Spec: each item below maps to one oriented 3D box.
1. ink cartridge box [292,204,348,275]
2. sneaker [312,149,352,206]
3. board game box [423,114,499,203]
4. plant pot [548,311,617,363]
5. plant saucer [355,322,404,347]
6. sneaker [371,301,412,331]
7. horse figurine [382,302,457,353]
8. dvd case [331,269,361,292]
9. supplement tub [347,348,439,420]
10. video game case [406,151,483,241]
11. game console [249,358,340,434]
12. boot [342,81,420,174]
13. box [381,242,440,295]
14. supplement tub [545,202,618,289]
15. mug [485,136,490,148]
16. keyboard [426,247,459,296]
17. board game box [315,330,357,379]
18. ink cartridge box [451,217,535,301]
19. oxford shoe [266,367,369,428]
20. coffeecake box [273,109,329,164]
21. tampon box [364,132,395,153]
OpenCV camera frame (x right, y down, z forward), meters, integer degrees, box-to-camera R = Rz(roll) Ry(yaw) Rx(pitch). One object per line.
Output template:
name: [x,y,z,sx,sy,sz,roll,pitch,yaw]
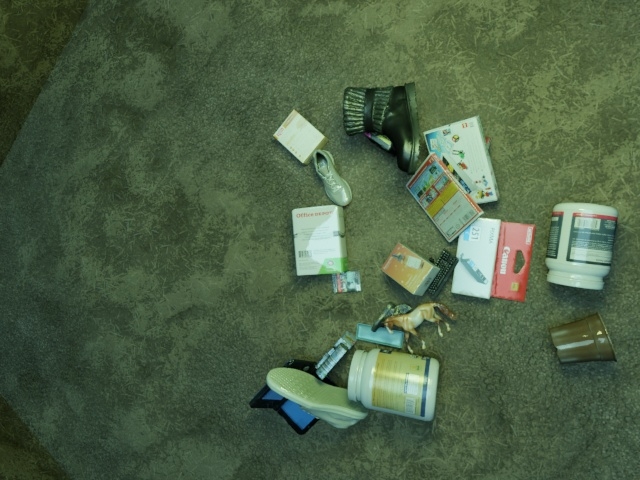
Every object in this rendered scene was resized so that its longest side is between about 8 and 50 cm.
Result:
ink cartridge box: [0.000,0.000,1.765,0.198,0.115,0.272,-4,89,17]
sneaker: [0.035,-0.255,1.748,0.099,0.121,0.262,-31,82,16]
board game box: [0.509,-0.275,1.546,0.193,0.053,0.305,-8,110,38]
plant pot: [0.890,0.348,1.466,0.165,0.167,0.167,-21,84,24]
plant saucer: [0.241,0.386,1.742,0.192,0.018,0.067,8,93,17]
sneaker: [0.283,0.313,1.707,0.089,0.051,0.170,35,89,15]
horse figurine: [0.390,0.318,1.654,0.263,0.066,0.174,-33,86,5]
dvd case: [0.108,0.172,1.785,0.120,0.013,0.087,-7,88,19]
supplement tub: [0.279,0.537,1.621,0.316,0.228,0.228,6,92,17]
video game case: [0.449,-0.156,1.581,0.025,0.204,0.285,-25,72,-29]
game console: [-0.101,0.659,1.781,0.293,0.250,0.173,-49,50,12]
boot: [0.212,-0.387,1.509,0.260,0.131,0.347,-4,77,9]
box: [0.344,0.111,1.642,0.170,0.091,0.130,38,102,34]
supplement tub: [0.875,0.016,1.444,0.191,0.191,0.272,8,93,18]
mug: [0.527,-0.328,1.597,0.169,0.113,0.150,18,94,20]
keyboard: [0.446,0.117,1.644,0.108,0.023,0.180,45,116,43]
board game box: [0.063,0.458,1.733,0.060,0.194,0.194,40,88,13]
ink cartridge box: [0.640,0.068,1.586,0.261,0.066,0.296,8,93,19]
oxford shoe: [-0.019,0.630,1.682,0.449,0.169,0.130,26,112,-19]
coffeecake box: [-0.083,-0.435,1.811,0.185,0.068,0.142,44,103,12]
tampon box: [0.257,-0.406,1.654,0.120,0.161,0.101,38,101,15]
